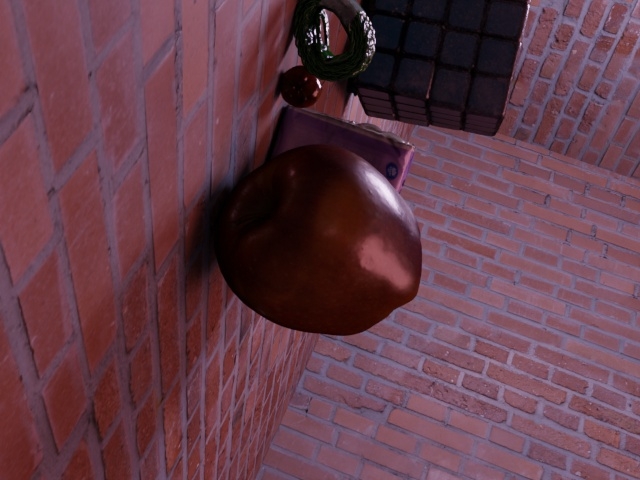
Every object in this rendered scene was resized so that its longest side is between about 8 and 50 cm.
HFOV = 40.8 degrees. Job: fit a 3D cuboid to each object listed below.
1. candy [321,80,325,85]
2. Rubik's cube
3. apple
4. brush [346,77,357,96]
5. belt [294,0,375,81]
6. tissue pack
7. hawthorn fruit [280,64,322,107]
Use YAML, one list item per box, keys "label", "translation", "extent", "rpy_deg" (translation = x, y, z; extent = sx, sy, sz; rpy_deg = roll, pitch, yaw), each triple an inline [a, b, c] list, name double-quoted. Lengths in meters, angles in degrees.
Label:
- label: "candy"
  translation: [0.010, -0.325, 1.714]
  extent: [0.083, 0.023, 0.025]
  rpy_deg: [-57, 177, -16]
- label: "Rubik's cube"
  translation: [0.279, -0.442, 1.955]
  extent: [0.344, 0.337, 0.344]
  rpy_deg: [18, 83, -82]
- label: "apple"
  translation: [0.000, 0.000, 1.334]
  extent: [0.288, 0.317, 0.288]
  rpy_deg: [-35, -138, 38]
- label: "brush"
  translation: [0.091, -0.417, 1.998]
  extent: [0.043, 0.032, 0.193]
  rpy_deg: [82, 20, -62]
- label: "belt"
  translation: [0.023, -0.329, 1.366]
  extent: [0.151, 0.121, 0.079]
  rpy_deg: [67, 23, -12]
- label: "tissue pack"
  translation: [0.011, -0.060, 1.564]
  extent: [0.160, 0.242, 0.338]
  rpy_deg: [-45, 155, -79]
- label: "hawthorn fruit"
  translation: [-0.032, -0.253, 1.417]
  extent: [0.077, 0.077, 0.077]
  rpy_deg: [20, 90, -82]
